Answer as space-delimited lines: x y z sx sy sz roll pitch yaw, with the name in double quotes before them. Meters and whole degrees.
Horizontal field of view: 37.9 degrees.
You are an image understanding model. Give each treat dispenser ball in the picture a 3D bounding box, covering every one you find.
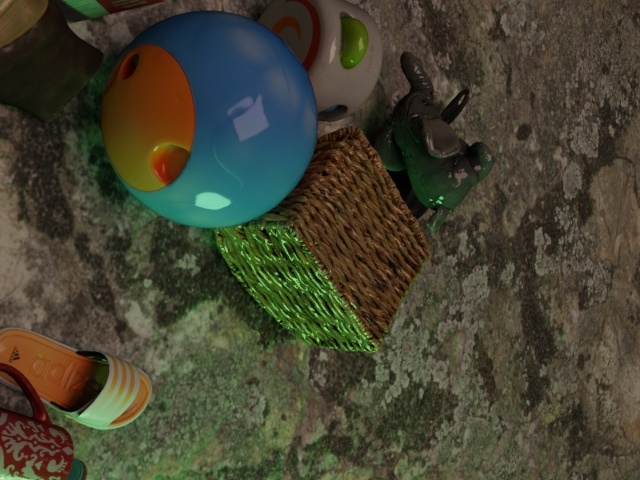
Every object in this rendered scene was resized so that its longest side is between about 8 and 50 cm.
"treat dispenser ball" -0.147 -0.160 1.244 0.288 0.288 0.288 -4 96 -46

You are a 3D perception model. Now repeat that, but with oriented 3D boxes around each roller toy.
"roller toy" -0.005 -0.289 1.458 0.146 0.209 0.191 10 124 -46

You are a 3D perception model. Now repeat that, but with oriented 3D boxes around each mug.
"mug" -0.387 0.243 1.143 0.150 0.113 0.169 -54 137 4

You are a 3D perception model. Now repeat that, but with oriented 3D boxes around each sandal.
"sandal" -0.321 0.191 1.240 0.265 0.076 0.101 31 71 -43

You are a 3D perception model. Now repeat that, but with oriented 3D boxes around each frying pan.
"frying pan" 0.171 -0.189 1.748 0.197 0.053 0.326 34 67 -42

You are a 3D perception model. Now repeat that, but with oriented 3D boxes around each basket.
"basket" 0.000 0.000 1.467 0.299 0.214 0.223 54 53 -33

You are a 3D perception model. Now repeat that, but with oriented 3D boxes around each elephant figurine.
"elephant figurine" 0.178 -0.179 1.647 0.169 0.186 0.239 -39 114 14

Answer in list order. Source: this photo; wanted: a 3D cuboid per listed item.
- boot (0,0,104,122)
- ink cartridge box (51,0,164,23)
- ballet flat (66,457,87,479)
"boot" -0.393 -0.186 1.128 0.248 0.090 0.207 -50 149 -3
"ink cartridge box" -0.344 -0.376 1.067 0.306 0.226 0.131 22 78 -46
"ballet flat" -0.382 0.372 1.211 0.206 0.073 0.067 -45 150 -32
